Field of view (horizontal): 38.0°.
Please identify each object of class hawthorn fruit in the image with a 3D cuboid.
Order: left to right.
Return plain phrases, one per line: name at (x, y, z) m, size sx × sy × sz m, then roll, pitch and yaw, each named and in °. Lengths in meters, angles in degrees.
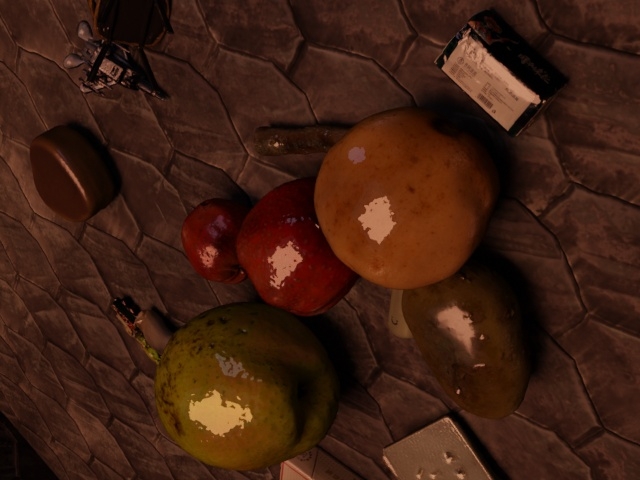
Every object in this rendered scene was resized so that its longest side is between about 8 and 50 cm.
hawthorn fruit at (-0.209, -0.008, 1.942) m, size 0.200 × 0.179 × 0.179 m, roll 40°, pitch 139°, yaw 31°
hawthorn fruit at (0.000, 0.000, 1.710) m, size 0.300 × 0.254 × 0.254 m, roll -27°, pitch 98°, yaw 22°

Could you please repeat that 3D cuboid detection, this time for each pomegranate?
pomegranate at (0.141, -0.072, 1.484) m, size 0.307 × 0.307 × 0.307 m, roll 25°, pitch 132°, yaw 30°

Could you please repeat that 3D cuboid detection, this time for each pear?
pear at (-0.142, 0.311, 1.968) m, size 0.391 × 0.391 × 0.391 m, roll 25°, pitch 132°, yaw 30°

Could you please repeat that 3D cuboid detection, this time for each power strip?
power strip at (0.256, 0.462, 1.903) m, size 0.213 × 0.064 × 0.198 m, roll -37°, pitch 87°, yaw 37°

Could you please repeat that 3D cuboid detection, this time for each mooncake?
mooncake at (-0.594, -0.155, 2.253) m, size 0.235 × 0.117 × 0.234 m, roll 24°, pitch 133°, yaw 28°

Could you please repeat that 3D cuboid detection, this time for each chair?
chair at (-0.384, -0.439, 1.824) m, size 0.158 × 0.172 × 0.247 m, roll 116°, pitch 154°, yaw -47°

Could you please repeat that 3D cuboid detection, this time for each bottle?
bottle at (0.167, 0.085, 1.714) m, size 0.072 × 0.072 × 0.201 m, roll 28°, pitch 134°, yaw 28°

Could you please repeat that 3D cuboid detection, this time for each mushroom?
mushroom at (-0.370, 0.259, 2.352) m, size 0.278 × 0.099 × 0.096 m, roll 25°, pitch 127°, yaw 35°

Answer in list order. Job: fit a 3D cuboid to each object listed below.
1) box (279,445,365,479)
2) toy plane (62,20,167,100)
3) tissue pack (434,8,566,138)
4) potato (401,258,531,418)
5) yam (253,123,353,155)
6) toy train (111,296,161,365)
box at (0.050, 0.644, 2.215) m, size 0.330 × 0.095 × 0.210 m, roll 32°, pitch 135°, yaw 27°
toy plane at (-0.430, -0.359, 1.977) m, size 0.246 × 0.078 × 0.169 m, roll 36°, pitch 109°, yaw 17°
tissue pack at (0.263, -0.246, 1.370) m, size 0.170 × 0.090 × 0.103 m, roll 45°, pitch 140°, yaw 8°
potato at (0.263, 0.165, 1.600) m, size 0.210 × 0.173 × 0.307 m, roll -7°, pitch 114°, yaw 44°
yam at (-0.021, -0.185, 1.716) m, size 0.253 × 0.061 × 0.061 m, roll 6°, pitch 121°, yaw 41°
toy train at (-0.468, 0.252, 2.473) m, size 0.249 × 0.053 × 0.085 m, roll 48°, pitch 146°, yaw 8°
